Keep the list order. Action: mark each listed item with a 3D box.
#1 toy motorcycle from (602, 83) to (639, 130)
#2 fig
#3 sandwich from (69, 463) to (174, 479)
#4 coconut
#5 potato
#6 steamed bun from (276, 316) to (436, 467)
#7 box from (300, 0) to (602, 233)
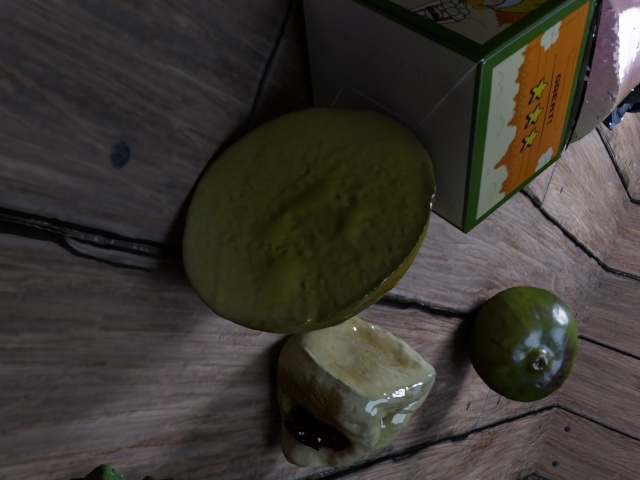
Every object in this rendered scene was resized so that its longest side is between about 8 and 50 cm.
[{"bbox_3d":[0.465,-0.350,1.150,0.125,0.212,0.358,7,106,-62],"label":"toy motorcycle"},{"bbox_3d":[0.358,0.175,1.326,0.225,0.203,0.203,-104,-160,-67],"label":"fig"},{"bbox_3d":[-0.124,0.339,0.609,0.250,0.162,0.301,-62,147,-6],"label":"sandwich"},{"bbox_3d":[0.262,-0.233,0.861,0.245,0.233,0.233,-32,133,-40],"label":"coconut"},{"bbox_3d":[0.000,0.000,0.618,0.203,0.178,0.158,-55,160,-10],"label":"potato"},{"bbox_3d":[0.021,0.182,0.803,0.172,0.141,0.155,-8,127,-55],"label":"steamed bun"},{"bbox_3d":[0.102,-0.148,0.616,0.148,0.195,0.177,-35,144,-24],"label":"box"}]
